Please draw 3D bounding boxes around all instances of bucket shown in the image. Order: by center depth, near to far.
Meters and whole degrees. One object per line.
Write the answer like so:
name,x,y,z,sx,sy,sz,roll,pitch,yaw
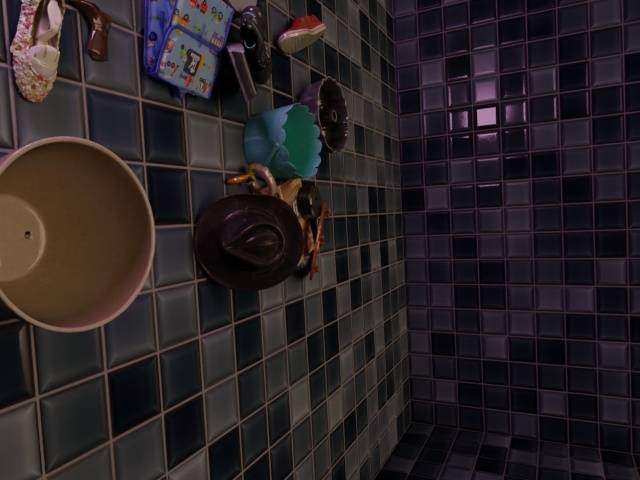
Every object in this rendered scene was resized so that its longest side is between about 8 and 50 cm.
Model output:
bucket,-0.134,-0.344,1.720,0.281,0.183,0.281,6,84,-63

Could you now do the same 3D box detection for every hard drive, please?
hard drive,-0.248,-0.531,1.499,0.254,0.054,0.172,-117,-171,-62

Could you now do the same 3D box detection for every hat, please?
hat,-0.201,0.013,1.401,0.134,0.331,0.331,-147,-130,-75

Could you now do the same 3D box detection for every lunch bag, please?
lunch bag,-0.379,-0.543,1.330,0.221,0.138,0.293,2,99,-65

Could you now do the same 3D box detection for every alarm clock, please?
alarm clock,-0.031,-0.155,1.875,0.192,0.064,0.129,-58,140,-65

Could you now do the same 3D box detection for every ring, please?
ring,0.000,0.000,1.977,0.336,0.032,0.336,10,90,-89

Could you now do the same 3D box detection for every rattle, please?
rattle,-0.217,-0.148,1.630,0.142,0.130,0.199,-59,150,-47

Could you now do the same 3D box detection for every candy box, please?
candy box,-0.119,-0.079,1.838,0.183,0.088,0.316,-48,132,-58

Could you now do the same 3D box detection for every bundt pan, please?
bundt pan,0.007,-0.534,2.086,0.331,0.124,0.330,-1,90,-64

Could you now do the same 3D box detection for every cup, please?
cup,-0.509,-0.007,0.868,0.331,0.237,0.331,-2,90,-65

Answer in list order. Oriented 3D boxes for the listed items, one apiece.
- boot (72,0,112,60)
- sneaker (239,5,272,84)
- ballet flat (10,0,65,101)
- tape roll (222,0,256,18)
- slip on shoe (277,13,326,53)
boot,-0.525,-0.478,1.098,0.106,0.037,0.114,15,79,-61
sneaker,-0.227,-0.627,1.594,0.267,0.101,0.106,83,15,-50
ballet flat,-0.562,-0.402,0.966,0.091,0.077,0.240,7,82,-65
tape roll,-0.293,-0.835,1.548,0.219,0.072,0.219,-2,90,-64
slip on shoe,-0.088,-0.846,1.951,0.101,0.123,0.331,48,42,-7
